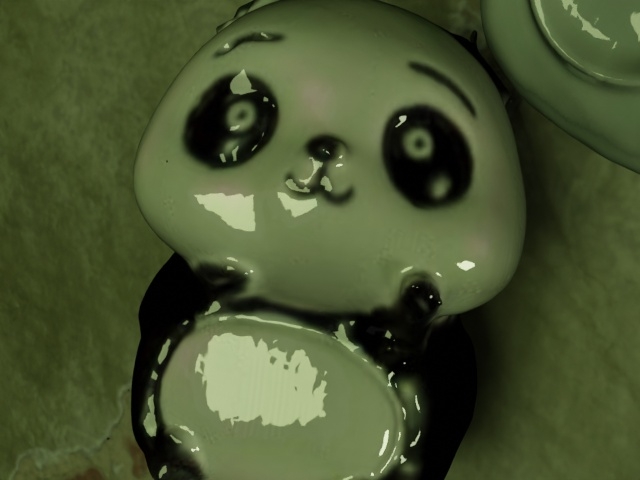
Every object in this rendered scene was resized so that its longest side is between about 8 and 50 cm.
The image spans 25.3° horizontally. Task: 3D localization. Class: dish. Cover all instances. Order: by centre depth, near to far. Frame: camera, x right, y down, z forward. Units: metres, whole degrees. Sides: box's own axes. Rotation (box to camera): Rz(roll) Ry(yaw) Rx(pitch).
[{"bbox_3d":[0.202,-0.154,0.827,0.256,0.117,0.256,5,99,32],"label":"dish"}]

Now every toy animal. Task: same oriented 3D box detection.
[{"bbox_3d":[0.000,0.000,0.898,0.251,0.251,0.310,22,107,28],"label":"toy animal"}]
